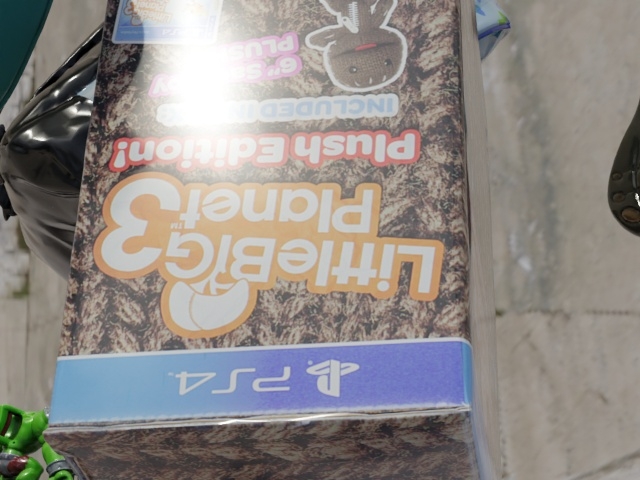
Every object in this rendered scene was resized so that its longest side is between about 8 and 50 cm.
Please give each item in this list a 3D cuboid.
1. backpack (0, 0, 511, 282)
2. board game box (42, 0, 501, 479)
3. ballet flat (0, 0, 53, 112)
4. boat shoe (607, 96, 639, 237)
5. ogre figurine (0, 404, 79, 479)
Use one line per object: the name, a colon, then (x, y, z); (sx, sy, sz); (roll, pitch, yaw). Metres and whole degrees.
backpack: (-0.038, -0.117, 1.029); (0.273, 0.290, 0.356); (28, 72, 0)
board game box: (0.000, 0.000, 0.628); (0.141, 0.232, 0.291); (-4, 57, 8)
ballet flat: (-0.190, -0.050, 0.585); (0.106, 0.316, 0.107); (31, 20, 28)
boat shoe: (0.375, -0.144, 1.361); (0.120, 0.122, 0.324); (21, 90, -31)
ogre figurine: (-0.355, 0.261, 1.746); (0.096, 0.197, 0.118); (11, 71, -22)
